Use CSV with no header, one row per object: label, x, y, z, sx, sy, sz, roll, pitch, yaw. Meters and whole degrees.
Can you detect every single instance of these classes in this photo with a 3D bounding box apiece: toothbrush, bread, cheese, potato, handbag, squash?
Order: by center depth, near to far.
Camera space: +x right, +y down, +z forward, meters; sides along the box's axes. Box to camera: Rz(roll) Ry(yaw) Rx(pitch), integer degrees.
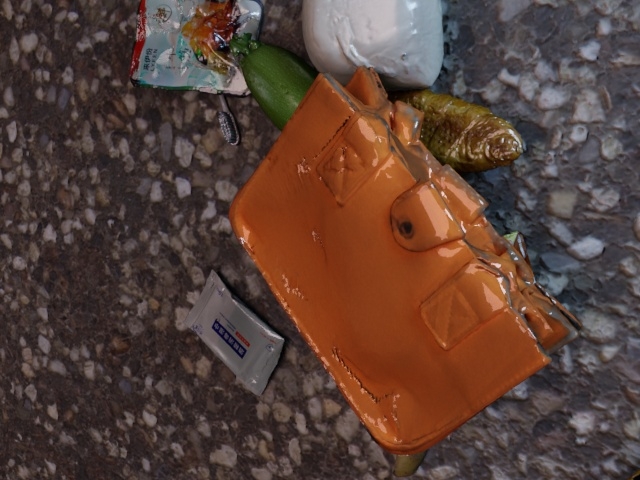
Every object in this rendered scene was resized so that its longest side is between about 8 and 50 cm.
handbag,0.075,0.030,0.874,0.410,0.116,0.303,54,133,16
cheese,0.067,-0.292,0.935,0.189,0.154,0.198,-1,99,21
bread,0.162,-0.136,0.940,0.233,0.076,0.105,23,96,36
squash,-0.008,-0.174,1.031,0.379,0.101,0.101,50,118,20
potato,0.131,0.309,1.036,0.036,0.037,0.093,16,103,26
toothbrush,-0.192,-0.323,1.174,0.024,0.029,0.354,-18,85,17

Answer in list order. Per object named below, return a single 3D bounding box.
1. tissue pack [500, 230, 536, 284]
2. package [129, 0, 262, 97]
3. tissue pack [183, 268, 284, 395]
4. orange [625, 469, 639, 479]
tissue pack,0.216,0.074,0.915,0.106,0.099,0.149,-17,87,38
package,-0.201,-0.315,1.145,0.231,0.040,0.166,12,92,18
tissue pack,-0.143,0.154,1.199,0.193,0.026,0.123,41,116,23
orange,0.407,0.351,0.764,0.182,0.234,0.235,-12,89,-10
